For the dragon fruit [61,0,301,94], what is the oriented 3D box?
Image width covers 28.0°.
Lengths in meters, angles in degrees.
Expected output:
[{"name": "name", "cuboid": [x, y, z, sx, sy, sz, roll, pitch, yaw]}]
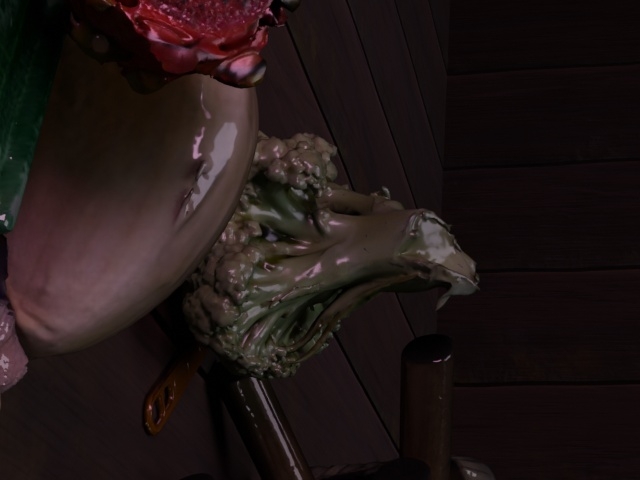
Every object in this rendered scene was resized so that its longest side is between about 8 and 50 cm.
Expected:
[{"name": "dragon fruit", "cuboid": [-0.094, -0.175, 0.750, 0.133, 0.150, 0.208, 13, 36, -37]}]

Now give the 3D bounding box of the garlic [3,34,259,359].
[{"name": "garlic", "cuboid": [-0.161, -0.070, 0.924, 0.249, 0.286, 0.313, 2, 79, -37]}]

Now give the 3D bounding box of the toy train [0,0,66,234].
[{"name": "toy train", "cuboid": [-0.236, -0.143, 0.696, 0.202, 0.145, 0.266, 73, 21, -56]}]

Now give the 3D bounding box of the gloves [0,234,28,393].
[{"name": "gloves", "cuboid": [-0.236, 0.054, 0.767, 0.144, 0.094, 0.110, -70, 156, -15]}]

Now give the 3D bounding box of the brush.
[{"name": "brush", "cuboid": [-0.130, 0.114, 1.351, 0.314, 0.017, 0.090, -60, 145, -64]}]

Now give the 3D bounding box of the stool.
[{"name": "stool", "cuboid": [0.018, 0.265, 1.338, 0.310, 0.310, 0.226, -69, 149, -60]}]

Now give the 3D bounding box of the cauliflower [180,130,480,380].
[{"name": "cauliflower", "cuboid": [-0.022, -0.008, 1.290, 0.260, 0.281, 0.327, 50, 27, -22]}]
